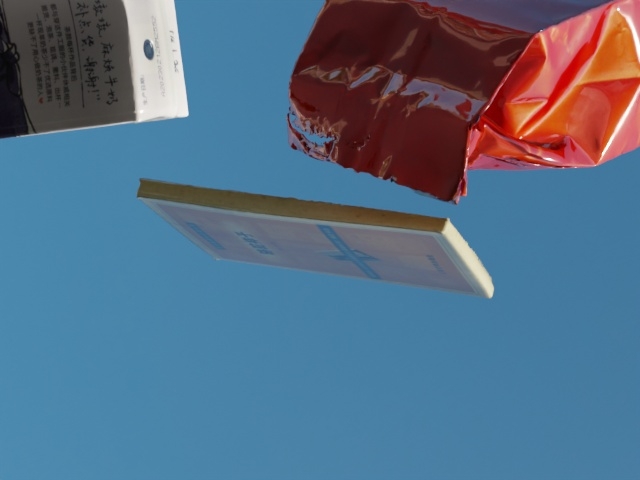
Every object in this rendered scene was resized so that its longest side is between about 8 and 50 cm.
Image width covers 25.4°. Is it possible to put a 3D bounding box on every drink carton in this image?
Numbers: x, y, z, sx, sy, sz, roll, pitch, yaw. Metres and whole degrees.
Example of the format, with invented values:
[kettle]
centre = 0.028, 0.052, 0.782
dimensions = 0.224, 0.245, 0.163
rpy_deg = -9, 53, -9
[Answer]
[drink carton]
centre = -0.248, -0.170, 1.362
dimensions = 0.222, 0.102, 0.134
rpy_deg = -4, -85, 27

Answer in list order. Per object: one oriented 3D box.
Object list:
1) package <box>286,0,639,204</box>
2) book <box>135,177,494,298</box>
[package]
centre = 0.172, -0.143, 1.010
dimensions = 0.196, 0.424, 0.123
rpy_deg = 23, -56, 43
[book]
centre = 0.000, 0.001, 1.086
dimensions = 0.242, 0.170, 0.018
rpy_deg = 7, -106, 21
